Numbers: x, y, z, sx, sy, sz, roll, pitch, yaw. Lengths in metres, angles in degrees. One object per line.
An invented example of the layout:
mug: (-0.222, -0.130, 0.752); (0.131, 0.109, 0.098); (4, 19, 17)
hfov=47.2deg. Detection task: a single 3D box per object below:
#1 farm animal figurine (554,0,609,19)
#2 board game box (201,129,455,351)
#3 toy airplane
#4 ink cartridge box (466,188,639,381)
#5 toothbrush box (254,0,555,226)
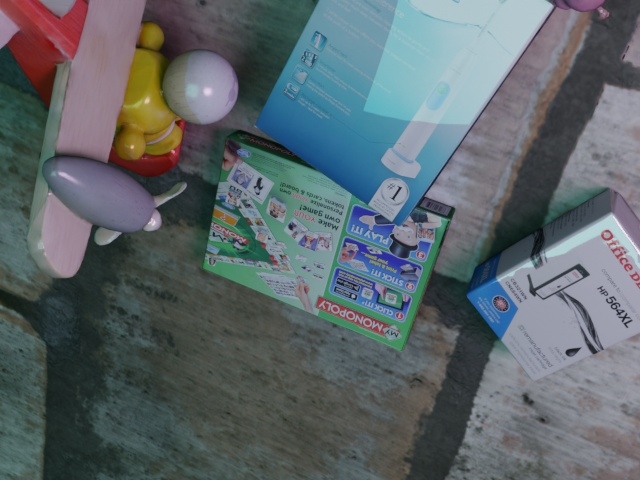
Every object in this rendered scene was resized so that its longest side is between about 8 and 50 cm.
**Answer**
farm animal figurine: (0.189, -0.331, 0.568); (0.330, 0.172, 0.326); (1, 115, 7)
board game box: (0.000, 0.000, 1.009); (0.317, 0.046, 0.213); (22, 119, 11)
toy airplane: (-0.230, -0.200, 0.828); (0.272, 0.384, 0.386); (7, 115, 5)
ink cartridge box: (0.306, 0.057, 0.889); (0.203, 0.086, 0.148); (-36, 96, 31)
toothbrush box: (0.094, -0.202, 0.836); (0.216, 0.126, 0.295); (35, 121, 6)
